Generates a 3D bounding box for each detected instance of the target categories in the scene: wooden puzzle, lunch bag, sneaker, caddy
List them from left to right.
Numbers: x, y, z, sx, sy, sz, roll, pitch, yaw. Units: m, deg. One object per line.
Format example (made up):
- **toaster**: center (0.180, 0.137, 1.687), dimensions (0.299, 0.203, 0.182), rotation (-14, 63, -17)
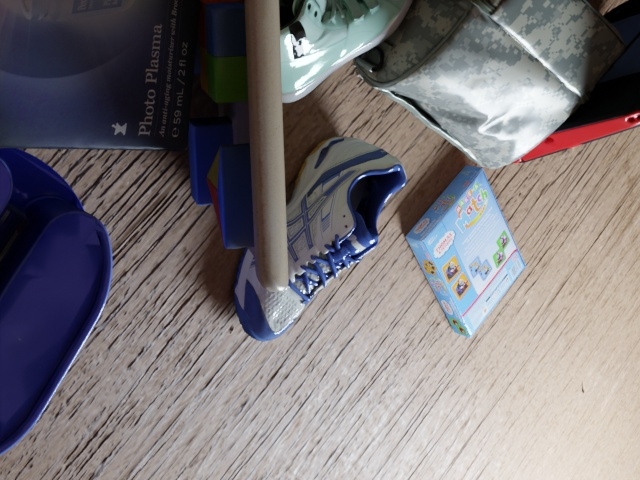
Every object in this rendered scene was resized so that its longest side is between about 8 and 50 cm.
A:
- **caddy**: center (-0.357, 0.063, 1.203), dimensions (0.241, 0.179, 0.341), rotation (35, 77, -21)
- **wooden puzzle**: center (-0.100, -0.143, 1.329), dimensions (0.080, 0.348, 0.322), rotation (-5, 107, -10)
- **sneaker**: center (0.000, 0.000, 1.564), dimensions (0.112, 0.131, 0.296), rotation (37, 76, -45)
- **sneaker**: center (0.020, -0.291, 1.477), dimensions (0.256, 0.094, 0.151), rotation (-45, 154, -14)
- **lunch bag**: center (0.212, -0.257, 1.644), dimensions (0.305, 0.212, 0.256), rotation (31, 97, -42)

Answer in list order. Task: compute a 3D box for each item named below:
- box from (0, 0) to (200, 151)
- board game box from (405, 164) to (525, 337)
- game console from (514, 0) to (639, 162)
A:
- **box**: center (-0.279, -0.240, 1.188), dimensions (0.294, 0.182, 0.296), rotation (-3, 103, -42)
- **board game box**: center (0.223, 0.018, 1.851), dimensions (0.160, 0.039, 0.211), rotation (-48, 131, -24)
- **game console**: center (0.448, -0.265, 1.787), dimensions (0.060, 0.342, 0.386), rotation (49, 64, -12)
